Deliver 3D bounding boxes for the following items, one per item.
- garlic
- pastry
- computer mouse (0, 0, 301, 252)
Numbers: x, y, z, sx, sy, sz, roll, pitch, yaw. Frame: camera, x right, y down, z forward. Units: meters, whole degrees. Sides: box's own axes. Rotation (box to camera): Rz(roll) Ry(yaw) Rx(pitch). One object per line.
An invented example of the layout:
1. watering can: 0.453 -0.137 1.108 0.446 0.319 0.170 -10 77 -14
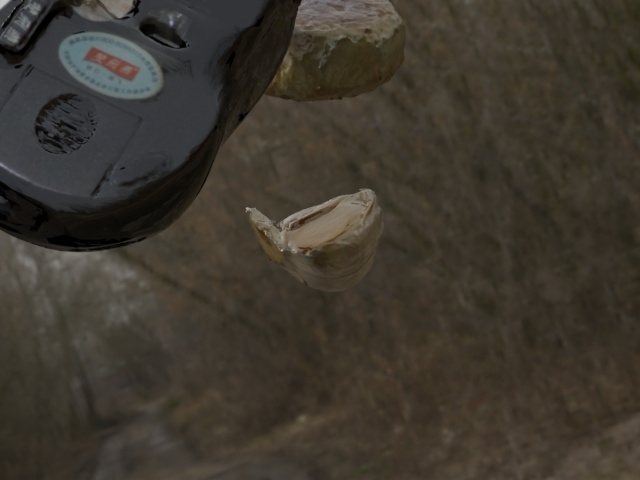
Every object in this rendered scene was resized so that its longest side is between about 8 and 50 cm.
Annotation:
1. garlic: 0.004 0.002 1.122 0.094 0.074 0.113 -20 20 -22
2. pastry: -0.010 -0.205 1.492 0.193 0.093 0.182 17 30 23
3. computer mouse: -0.100 -0.084 0.752 0.233 0.137 0.096 -57 -4 -28
